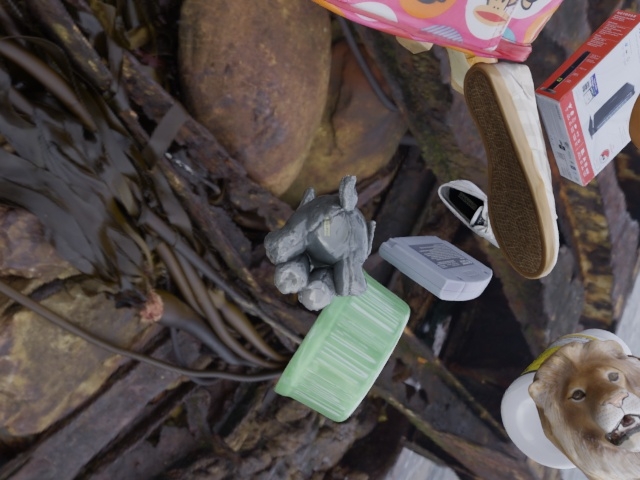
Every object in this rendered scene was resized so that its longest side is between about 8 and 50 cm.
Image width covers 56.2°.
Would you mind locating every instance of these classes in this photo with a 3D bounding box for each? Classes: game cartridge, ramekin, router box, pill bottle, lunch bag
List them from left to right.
[{"bbox_3d":[0.051,0.210,1.200,0.303,0.148,0.303,-57,174,-9],"label":"ramekin"},{"bbox_3d":[0.075,-0.298,0.597,0.293,0.258,0.120,9,126,-25],"label":"lunch bag"},{"bbox_3d":[0.277,0.060,1.366,0.297,0.198,0.062,-2,127,-57],"label":"game cartridge"},{"bbox_3d":[0.523,0.304,1.231,0.334,0.188,0.187,-19,120,-47],"label":"pill bottle"},{"bbox_3d":[0.716,-0.355,1.538,0.301,0.082,0.335,-45,134,-2],"label":"router box"}]

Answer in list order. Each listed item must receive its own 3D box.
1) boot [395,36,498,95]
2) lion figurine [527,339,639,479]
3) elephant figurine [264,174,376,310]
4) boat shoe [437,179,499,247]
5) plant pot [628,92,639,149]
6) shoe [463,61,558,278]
[{"bbox_3d":[0.273,-0.360,0.993,0.295,0.104,0.211,27,90,-29],"label":"boot"},{"bbox_3d":[0.401,0.145,0.542,0.392,0.240,0.142,-20,148,-16],"label":"lion figurine"},{"bbox_3d":[0.000,0.000,0.936,0.239,0.186,0.169,-71,138,-79],"label":"elephant figurine"},{"bbox_3d":[0.378,-0.053,1.367,0.088,0.267,0.096,-7,136,-45],"label":"boat shoe"},{"bbox_3d":[0.743,-0.228,1.140,0.291,0.203,0.290,-16,129,-21],"label":"plant pot"},{"bbox_3d":[0.199,-0.072,0.587,0.058,0.076,0.219,-12,87,-22],"label":"shoe"}]
